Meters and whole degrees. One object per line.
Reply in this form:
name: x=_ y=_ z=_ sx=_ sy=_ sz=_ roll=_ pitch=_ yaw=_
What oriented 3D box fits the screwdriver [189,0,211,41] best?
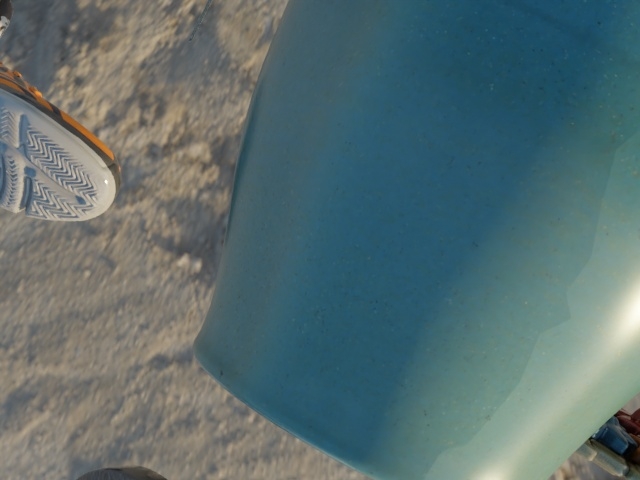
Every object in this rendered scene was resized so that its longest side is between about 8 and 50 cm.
screwdriver: x=-0.114 y=-0.301 z=1.559 sx=0.024 sy=0.025 sz=0.170 roll=6 pitch=124 yaw=-48

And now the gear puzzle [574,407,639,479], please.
gear puzzle: x=0.269 y=0.167 z=0.893 sx=0.339 sy=0.175 sz=0.044 roll=34 pitch=98 yaw=-1

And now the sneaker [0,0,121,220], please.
sneaker: x=-0.290 y=-0.149 z=1.200 sx=0.321 sy=0.180 sz=0.124 roll=29 pitch=134 yaw=4

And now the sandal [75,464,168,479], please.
sandal: x=-0.126 y=0.188 z=0.800 sx=0.055 sy=0.254 sz=0.097 roll=1 pitch=72 yaw=-32

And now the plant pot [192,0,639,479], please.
plant pot: x=0.075 y=-0.013 z=0.667 sx=0.272 sy=0.271 sz=0.255 roll=27 pitch=92 yaw=-8
